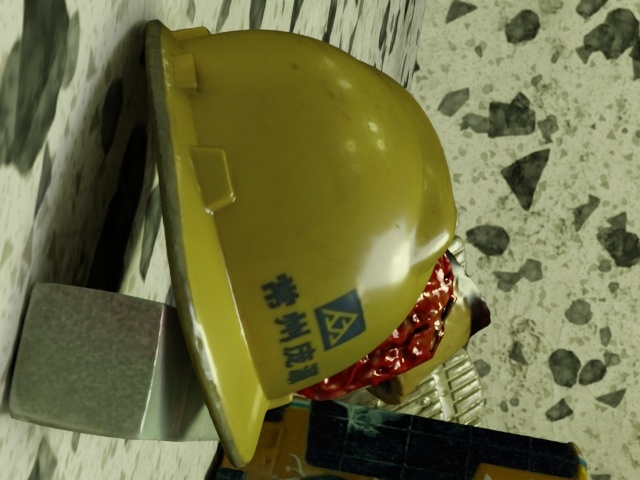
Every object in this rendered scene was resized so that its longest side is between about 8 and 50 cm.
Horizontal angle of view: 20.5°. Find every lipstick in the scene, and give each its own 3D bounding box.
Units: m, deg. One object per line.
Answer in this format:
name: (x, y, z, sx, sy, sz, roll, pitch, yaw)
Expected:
lipstick: (-0.091, 0.070, 0.936, 0.317, 0.066, 0.068, 51, 50, -82)

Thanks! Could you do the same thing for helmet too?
helmet: (-0.002, -0.018, 0.906, 0.257, 0.140, 0.205, -103, 178, -51)

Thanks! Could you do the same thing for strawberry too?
strawberry: (0.000, 0.000, 1.198, 0.187, 0.184, 0.201, -77, 163, -44)

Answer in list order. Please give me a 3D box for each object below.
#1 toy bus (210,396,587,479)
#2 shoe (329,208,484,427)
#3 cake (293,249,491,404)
toy bus: (0.066, 0.252, 1.546, 0.194, 0.324, 0.161, -72, 171, -61)
shoe: (0.027, 0.061, 1.710, 0.198, 0.172, 0.351, 25, -51, 60)
cake: (0.011, 0.057, 1.396, 0.178, 0.207, 0.185, -45, -151, -9)
